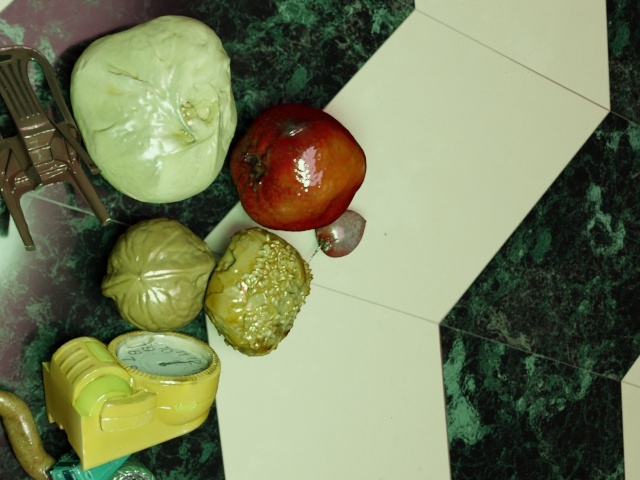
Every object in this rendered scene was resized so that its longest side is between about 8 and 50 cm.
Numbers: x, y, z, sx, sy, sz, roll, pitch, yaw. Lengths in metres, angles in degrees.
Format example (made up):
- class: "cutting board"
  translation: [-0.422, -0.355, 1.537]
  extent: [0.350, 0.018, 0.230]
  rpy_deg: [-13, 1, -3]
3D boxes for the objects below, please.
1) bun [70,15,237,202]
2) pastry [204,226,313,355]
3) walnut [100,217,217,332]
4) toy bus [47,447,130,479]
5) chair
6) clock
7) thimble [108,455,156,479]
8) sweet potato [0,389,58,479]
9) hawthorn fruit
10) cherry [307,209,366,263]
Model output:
- class: "bun"
  translation: [-0.295, -0.251, 1.895]
  extent: [0.361, 0.213, 0.361]
  rpy_deg: [-5, 99, -32]
- class: "pastry"
  translation: [-0.112, 0.109, 2.004]
  extent: [0.162, 0.311, 0.255]
  rpy_deg: [13, 83, 13]
- class: "walnut"
  translation: [-0.311, 0.068, 1.921]
  extent: [0.228, 0.228, 0.227]
  rpy_deg: [-4, 99, -30]
- class: "toy bus"
  translation: [-0.441, 0.428, 1.939]
  extent: [0.160, 0.092, 0.079]
  rpy_deg: [-45, 119, -51]
- class: "chair"
  translation: [-0.527, -0.176, 1.829]
  extent: [0.176, 0.183, 0.326]
  rpy_deg: [-20, 62, -26]
- class: "clock"
  translation: [-0.350, 0.284, 1.928]
  extent: [0.317, 0.244, 0.200]
  rpy_deg: [-7, 118, -34]
- class: "thimble"
  translation: [-0.391, 0.504, 2.012]
  extent: [0.118, 0.090, 0.135]
  rpy_deg: [-20, 108, -24]
- class: "sweet potato"
  translation: [-0.567, 0.369, 1.909]
  extent: [0.067, 0.059, 0.281]
  rpy_deg: [-29, 110, -12]
- class: "hawthorn fruit"
  translation: [-0.030, -0.150, 2.048]
  extent: [0.307, 0.265, 0.265]
  rpy_deg: [-11, 103, -46]
- class: "cherry"
  translation: [0.000, 0.000, 2.178]
  extent: [0.226, 0.090, 0.107]
  rpy_deg: [-24, 120, -16]
